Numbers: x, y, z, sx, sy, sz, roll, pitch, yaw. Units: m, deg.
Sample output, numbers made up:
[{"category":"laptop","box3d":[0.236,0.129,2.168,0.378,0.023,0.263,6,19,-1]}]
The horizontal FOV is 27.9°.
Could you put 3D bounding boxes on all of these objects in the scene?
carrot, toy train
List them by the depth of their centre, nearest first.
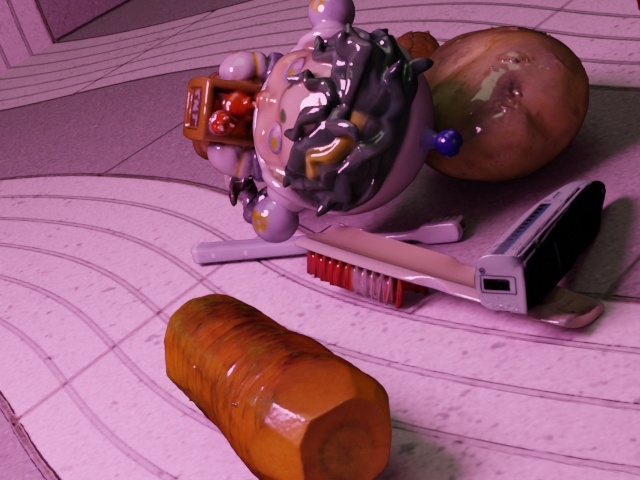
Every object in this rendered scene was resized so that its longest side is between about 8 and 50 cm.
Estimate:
[{"category":"carrot","box3d":[-0.040,0.122,1.024,0.114,0.114,0.302,-28,20,-16]},{"category":"toy train","box3d":[0.200,-0.005,1.131,0.048,0.055,0.252,-3,17,29]}]

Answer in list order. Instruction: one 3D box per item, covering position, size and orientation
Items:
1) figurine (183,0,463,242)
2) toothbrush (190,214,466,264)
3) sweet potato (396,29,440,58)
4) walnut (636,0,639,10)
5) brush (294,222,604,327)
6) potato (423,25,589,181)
[{"category":"figurine","box3d":[-0.022,-0.131,1.341,0.186,0.261,0.382,-2,7,-33]},{"category":"toothbrush","box3d":[-0.001,0.001,1.365,0.342,0.025,0.030,-6,20,32]},{"category":"sweet potato","box3d":[0.120,-0.202,1.658,0.075,0.075,0.273,-16,26,15]},{"category":"walnut","box3d":[0.465,-0.368,1.475,0.222,0.269,0.244,8,29,27]},{"category":"brush","box3d":[0.104,0.041,1.155,0.060,0.050,0.321,-18,24,-41]},{"category":"potato","box3d":[0.184,-0.150,1.395,0.192,0.141,0.296,-38,23,3]}]
